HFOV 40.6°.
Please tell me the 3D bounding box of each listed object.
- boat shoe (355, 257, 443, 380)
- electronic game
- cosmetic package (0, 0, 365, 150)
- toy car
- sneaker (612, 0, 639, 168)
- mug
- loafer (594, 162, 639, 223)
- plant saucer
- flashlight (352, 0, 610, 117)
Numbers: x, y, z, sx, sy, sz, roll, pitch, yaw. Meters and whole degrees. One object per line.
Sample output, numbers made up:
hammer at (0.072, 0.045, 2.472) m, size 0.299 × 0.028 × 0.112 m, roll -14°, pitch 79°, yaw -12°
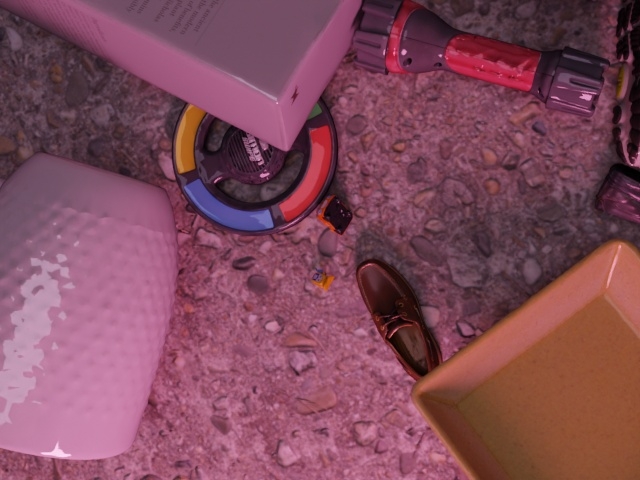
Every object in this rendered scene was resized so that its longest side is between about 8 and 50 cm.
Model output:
boat shoe at (0.102, 0.102, 1.119) m, size 0.064 × 0.060 × 0.178 m, roll -30°, pitch 86°, yaw 10°
electronic game at (-0.089, -0.120, 1.153) m, size 0.229 × 0.048 × 0.229 m, roll 0°, pitch 90°, yaw 12°
cosmetic package at (-0.187, -0.326, 1.078) m, size 0.453 × 0.161 × 0.230 m, roll 28°, pitch 77°, yaw 8°
toy car at (0.000, 0.000, 1.140) m, size 0.040 × 0.060 × 0.122 m, roll 19°, pitch 88°, yaw 41°
sneaker at (0.428, -0.221, 1.046) m, size 0.118 × 0.107 × 0.279 m, roll 5°, pitch 96°, yaw -8°
mug at (-0.367, 0.053, 1.092) m, size 0.374 × 0.276 × 0.328 m, roll 18°, pitch 91°, yaw 3°
loafer at (0.421, -0.029, 1.064) m, size 0.170 × 0.062 × 0.061 m, roll 32°, pitch 119°, yaw 11°
plant saucer at (0.329, 0.220, 1.023) m, size 0.333 × 0.081 × 0.333 m, roll -35°, pitch 75°, yaw -8°
flashlight at (0.195, -0.226, 1.066) m, size 0.304 × 0.103 × 0.103 m, roll 18°, pitch 61°, yaw 14°
